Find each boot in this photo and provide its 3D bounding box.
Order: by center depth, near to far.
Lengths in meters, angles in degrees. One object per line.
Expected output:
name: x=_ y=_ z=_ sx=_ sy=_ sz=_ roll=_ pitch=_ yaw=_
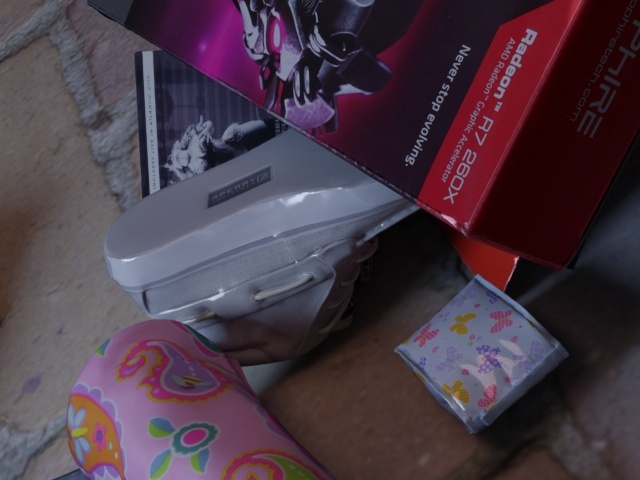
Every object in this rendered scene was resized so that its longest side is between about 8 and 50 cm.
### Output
boot: x=0.000 y=0.000 z=0.833 sx=0.258 sy=0.123 sz=0.095 roll=-19 pitch=36 yaw=20

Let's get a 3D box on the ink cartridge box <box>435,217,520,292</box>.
ink cartridge box: x=0.054 y=-0.189 z=0.857 sx=0.385 sy=0.091 sz=0.308 roll=-121 pitch=42 yaw=-52

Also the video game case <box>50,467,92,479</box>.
video game case: x=-0.226 y=0.261 z=0.862 sx=0.274 sy=0.026 sz=0.196 roll=-25 pitch=41 yaw=21

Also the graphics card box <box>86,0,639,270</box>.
graphics card box: x=0.035 y=-0.168 z=0.729 sx=0.371 sy=0.094 sz=0.232 roll=36 pitch=104 yaw=43

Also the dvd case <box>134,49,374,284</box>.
dvd case: x=-0.052 y=-0.057 z=0.935 sx=0.221 sy=0.018 sz=0.164 roll=3 pitch=99 yaw=42

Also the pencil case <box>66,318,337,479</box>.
pencil case: x=-0.043 y=0.152 z=0.731 sx=0.124 sy=0.124 sz=0.284 roll=-47 pitch=38 yaw=-6

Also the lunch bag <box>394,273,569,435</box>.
lunch bag: x=0.093 y=0.069 z=0.742 sx=0.071 sy=0.053 sz=0.083 roll=-43 pitch=28 yaw=-4
